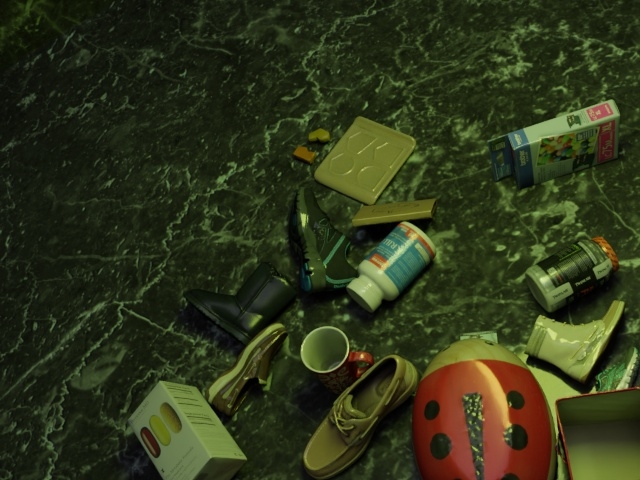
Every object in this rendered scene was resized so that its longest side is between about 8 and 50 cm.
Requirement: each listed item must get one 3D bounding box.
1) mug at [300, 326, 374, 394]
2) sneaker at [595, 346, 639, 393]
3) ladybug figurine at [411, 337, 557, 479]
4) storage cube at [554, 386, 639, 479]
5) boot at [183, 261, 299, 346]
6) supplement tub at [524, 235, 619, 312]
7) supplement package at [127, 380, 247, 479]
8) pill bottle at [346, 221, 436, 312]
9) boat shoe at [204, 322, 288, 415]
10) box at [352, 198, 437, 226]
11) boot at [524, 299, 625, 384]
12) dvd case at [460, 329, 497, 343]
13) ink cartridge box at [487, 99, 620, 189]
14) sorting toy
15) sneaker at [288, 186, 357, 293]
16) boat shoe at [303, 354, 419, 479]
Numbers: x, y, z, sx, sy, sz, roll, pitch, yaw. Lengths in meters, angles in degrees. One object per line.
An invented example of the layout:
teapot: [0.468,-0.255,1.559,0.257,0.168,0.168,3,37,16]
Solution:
mug: [0.044,0.294,1.921,0.150,0.169,0.113,29,70,30]
sneaker: [0.633,0.297,1.798,0.076,0.065,0.166,18,64,31]
ladybug figurine: [0.336,0.403,1.753,0.305,0.162,0.449,-13,58,12]
storage cube: [0.578,0.419,1.655,0.215,0.193,0.183,-11,56,12]
boot: [-0.202,0.138,2.144,0.247,0.094,0.207,32,76,24]
supplement tub: [0.581,0.074,1.922,0.191,0.117,0.117,-29,54,-1]
supplement package: [-0.311,0.461,1.927,0.139,0.134,0.244,-51,55,9]
pill bottle: [0.171,0.069,2.052,0.124,0.124,0.221,36,74,32]
boat shoe: [-0.159,0.319,2.027,0.095,0.095,0.257,40,85,24]
box: [0.193,-0.074,2.138,0.201,0.021,0.164,-7,13,14]
boot: [0.572,0.199,1.871,0.165,0.077,0.213,26,72,32]
dvd case: [0.370,0.268,1.929,0.087,0.013,0.119,-7,56,14]
ink cartridge box: [0.581,-0.227,2.073,0.311,0.185,0.065,-16,57,8]
sorting toy: [0.088,-0.238,2.333,0.307,0.041,0.229,27,74,30]
sneaker: [0.000,0.000,2.179,0.140,0.125,0.340,0,51,-15]
boat shoe: [0.071,0.387,1.862,0.341,0.110,0.122,-50,55,1]
